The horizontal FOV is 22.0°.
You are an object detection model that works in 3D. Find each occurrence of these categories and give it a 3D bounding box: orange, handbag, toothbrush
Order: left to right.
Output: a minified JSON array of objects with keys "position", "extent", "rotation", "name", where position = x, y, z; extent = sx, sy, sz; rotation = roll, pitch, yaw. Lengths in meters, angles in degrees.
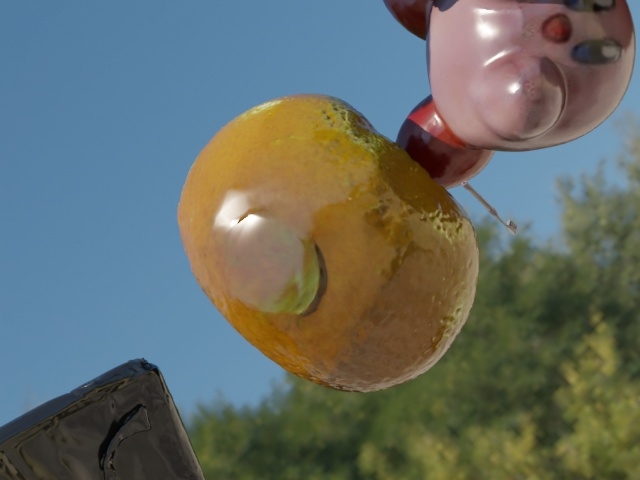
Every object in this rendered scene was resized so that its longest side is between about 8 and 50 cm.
[{"position":[-0.225,0.281,1.654],"extent":[0.244,0.275,0.088],"rotation":[-28,15,-26],"name":"handbag"},{"position":[-0.002,0.000,1.710],"extent":[0.262,0.334,0.196],"rotation":[-45,-18,9],"name":"orange"},{"position":[0.146,-0.029,1.415],"extent":[0.097,0.006,0.008],"rotation":[38,-121,-47],"name":"toothbrush"}]

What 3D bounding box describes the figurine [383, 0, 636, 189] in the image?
[{"position":[0.213,-0.203,1.722],"extent":[0.211,0.270,0.261],"rotation":[-4,-5,-28],"name":"figurine"}]
